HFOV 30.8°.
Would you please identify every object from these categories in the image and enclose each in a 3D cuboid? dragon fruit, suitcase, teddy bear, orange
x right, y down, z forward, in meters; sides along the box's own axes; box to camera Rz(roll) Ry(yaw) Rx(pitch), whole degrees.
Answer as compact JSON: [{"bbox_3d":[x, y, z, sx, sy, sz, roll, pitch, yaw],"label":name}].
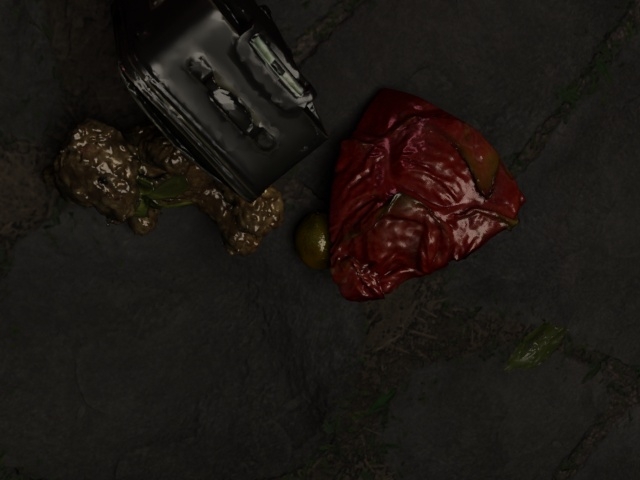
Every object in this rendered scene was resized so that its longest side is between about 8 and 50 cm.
[{"bbox_3d":[0.152,-0.030,1.873,0.330,0.302,0.240,-57,151,-7],"label":"dragon fruit"},{"bbox_3d":[-0.147,-0.244,1.562,0.194,0.434,0.283,-39,118,7],"label":"suitcase"},{"bbox_3d":[-0.227,-0.069,1.694,0.222,0.246,0.296,-40,88,-28],"label":"teddy bear"},{"bbox_3d":[0.000,0.000,1.893,0.085,0.085,0.095,-14,112,-20],"label":"orange"}]
